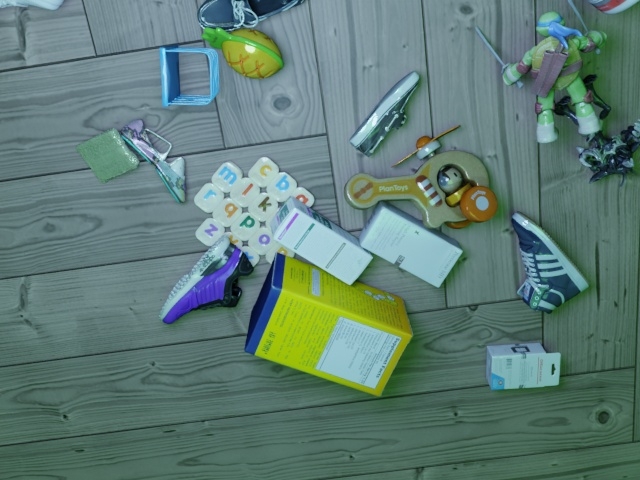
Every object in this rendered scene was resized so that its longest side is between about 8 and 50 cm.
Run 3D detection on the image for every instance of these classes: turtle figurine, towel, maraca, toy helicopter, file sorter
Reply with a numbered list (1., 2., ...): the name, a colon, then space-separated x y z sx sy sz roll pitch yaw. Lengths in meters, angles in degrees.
1. turtle figurine: 0.505 -0.365 1.307 0.197 0.275 0.266 -23 112 -7
2. towel: -0.499 -0.199 1.433 0.148 0.027 0.110 -16 117 34
3. maraca: -0.168 -0.415 1.332 0.185 0.127 0.099 20 81 -17
4. toy helicopter: 0.224 -0.141 1.415 0.355 0.140 0.235 -5 85 -14
5. file sorter: -0.281 -0.360 1.330 0.104 0.170 0.118 1 109 -5

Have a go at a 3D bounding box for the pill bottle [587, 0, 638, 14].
1. pill bottle: 0.515 -0.639 1.212 0.363 0.210 0.210 32 106 -11

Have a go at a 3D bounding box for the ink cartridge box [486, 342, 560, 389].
1. ink cartridge box: 0.540 0.335 1.634 0.180 0.060 0.104 -3 109 1

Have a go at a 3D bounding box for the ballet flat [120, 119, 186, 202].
1. ballet flat: -0.374 -0.192 1.444 0.079 0.077 0.221 -41 105 -7

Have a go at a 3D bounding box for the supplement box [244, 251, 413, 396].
1. supplement box: 0.018 0.205 1.506 0.356 0.195 0.194 21 112 -9

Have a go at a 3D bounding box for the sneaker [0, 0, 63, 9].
1. sneaker: -0.699 -0.515 1.312 0.292 0.108 0.169 24 110 2

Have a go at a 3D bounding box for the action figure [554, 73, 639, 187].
1. action figure: 0.651 -0.232 1.395 0.164 0.141 0.276 -40 102 11

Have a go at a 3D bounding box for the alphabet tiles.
1. alphabet tiles: -0.164 -0.060 1.512 0.284 0.021 0.278 39 107 -13

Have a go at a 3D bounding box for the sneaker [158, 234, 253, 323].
1. sneaker: -0.279 0.133 1.530 0.146 0.102 0.293 40 111 -14

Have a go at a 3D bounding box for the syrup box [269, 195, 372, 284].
1. syrup box: 0.000 0.000 1.475 0.237 0.093 0.096 33 103 -21

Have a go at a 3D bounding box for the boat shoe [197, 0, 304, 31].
1. boat shoe: -0.150 -0.513 1.322 0.254 0.079 0.095 -10 111 4

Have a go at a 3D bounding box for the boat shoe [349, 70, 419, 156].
1. boat shoe: 0.160 -0.290 1.408 0.070 0.078 0.219 37 113 -12

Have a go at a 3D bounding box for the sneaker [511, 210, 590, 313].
1. sneaker: 0.531 0.067 1.520 0.153 0.099 0.282 -43 107 11

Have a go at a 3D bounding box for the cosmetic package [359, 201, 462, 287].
1. cosmetic package: 0.221 0.007 1.506 0.231 0.085 0.117 27 108 -8
